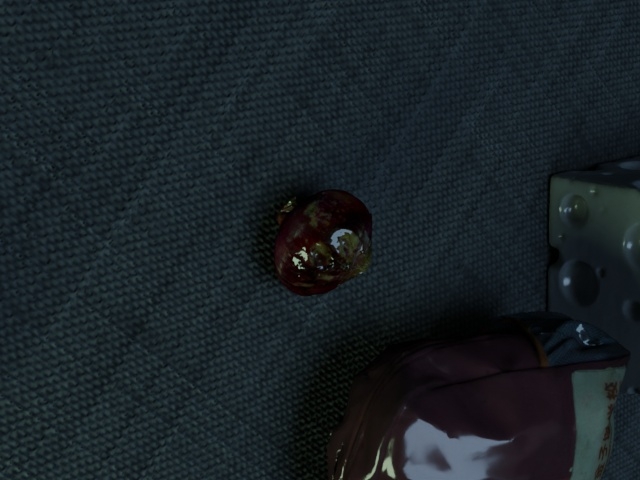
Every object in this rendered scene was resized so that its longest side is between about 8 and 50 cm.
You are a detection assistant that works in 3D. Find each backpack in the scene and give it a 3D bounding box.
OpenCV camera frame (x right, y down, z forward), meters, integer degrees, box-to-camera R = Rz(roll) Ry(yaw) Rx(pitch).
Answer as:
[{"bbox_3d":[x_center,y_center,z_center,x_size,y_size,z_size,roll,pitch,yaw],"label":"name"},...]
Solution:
[{"bbox_3d":[0.141,0.213,1.265,0.317,0.197,0.283,-1,101,-35],"label":"backpack"}]

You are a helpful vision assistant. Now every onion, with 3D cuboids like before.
[{"bbox_3d":[0.000,0.000,1.166,0.107,0.097,0.107,-40,162,-16],"label":"onion"}]

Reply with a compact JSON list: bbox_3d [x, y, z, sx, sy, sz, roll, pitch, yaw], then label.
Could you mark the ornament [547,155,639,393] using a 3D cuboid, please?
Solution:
[{"bbox_3d":[0.424,0.038,1.444,0.240,0.239,0.239,-13,107,-39],"label":"ornament"}]
